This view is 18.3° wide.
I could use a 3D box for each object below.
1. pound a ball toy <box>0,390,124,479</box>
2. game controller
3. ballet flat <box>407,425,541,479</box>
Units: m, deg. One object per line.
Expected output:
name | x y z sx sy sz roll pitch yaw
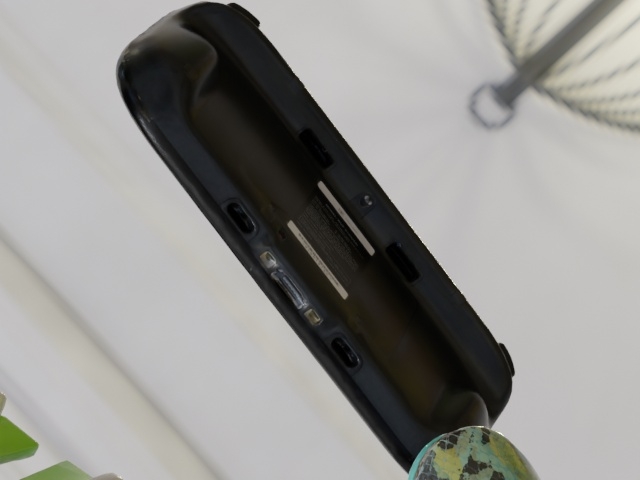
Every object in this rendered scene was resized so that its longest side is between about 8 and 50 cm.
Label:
pound a ball toy | -0.244 0.224 1.264 0.208 0.135 0.319 33 -161 19
game controller | 0.000 0.000 1.167 0.319 0.067 0.166 52 -148 -8
ballet flat | 0.073 0.152 0.664 0.070 0.070 0.188 -76 -23 -65
